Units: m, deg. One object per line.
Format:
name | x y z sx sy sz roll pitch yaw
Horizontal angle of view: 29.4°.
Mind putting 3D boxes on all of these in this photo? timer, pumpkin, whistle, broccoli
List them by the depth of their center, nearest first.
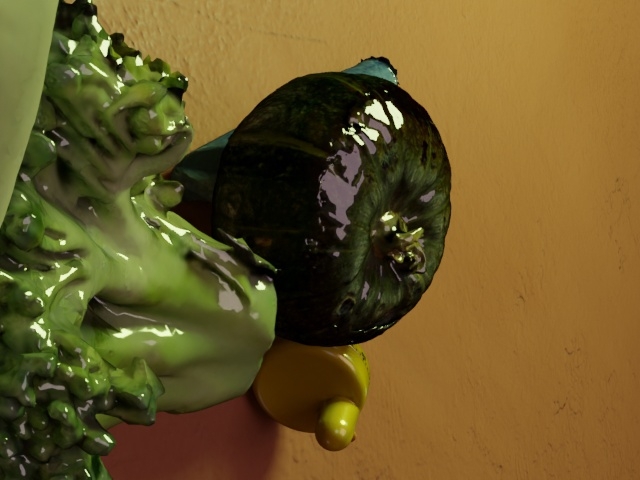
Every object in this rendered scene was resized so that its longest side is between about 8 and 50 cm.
broccoli | -0.181 0.019 0.655 0.272 0.324 0.334 20 82 -61
pumpkin | 0.018 -0.025 0.998 0.238 0.159 0.237 -37 135 -49
timer | -0.009 0.128 1.077 0.109 0.107 0.107 -71 143 -57
whistle | -0.022 -0.101 1.121 0.304 0.062 0.062 -36 116 -49

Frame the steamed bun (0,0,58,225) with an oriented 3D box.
steamed bun | -0.277 -0.115 0.370 0.371 0.290 0.455 13 72 -55
